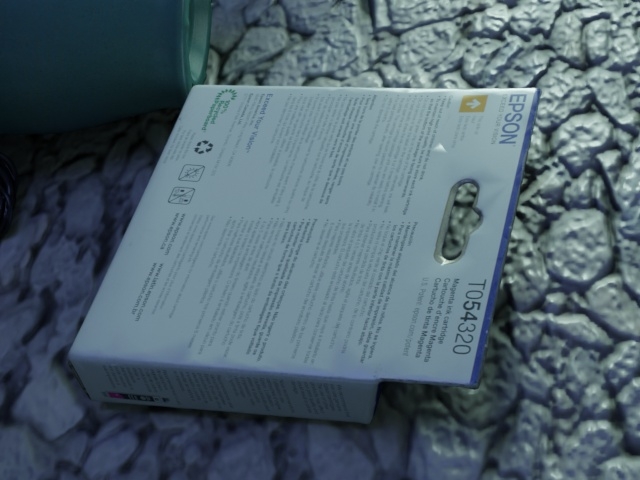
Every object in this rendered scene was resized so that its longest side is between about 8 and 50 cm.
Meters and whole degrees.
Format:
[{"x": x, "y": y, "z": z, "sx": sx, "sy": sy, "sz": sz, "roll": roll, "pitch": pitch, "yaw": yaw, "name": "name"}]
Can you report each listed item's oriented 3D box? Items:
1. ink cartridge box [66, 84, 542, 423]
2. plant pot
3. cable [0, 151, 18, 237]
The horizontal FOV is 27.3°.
[{"x": 0.000, "y": 0.000, "z": 1.088, "sx": 0.330, "sy": 0.071, "sz": 0.324, "roll": 4, "pitch": 48, "yaw": 18, "name": "ink cartridge box"}, {"x": -0.239, "y": -0.223, "z": 1.269, "sx": 0.255, "sy": 0.272, "sz": 0.272, "roll": 5, "pitch": 47, "yaw": 3, "name": "plant pot"}, {"x": -0.373, "y": -0.034, "z": 1.265, "sx": 0.184, "sy": 0.047, "sz": 0.150, "roll": 12, "pitch": 53, "yaw": 28, "name": "cable"}]
